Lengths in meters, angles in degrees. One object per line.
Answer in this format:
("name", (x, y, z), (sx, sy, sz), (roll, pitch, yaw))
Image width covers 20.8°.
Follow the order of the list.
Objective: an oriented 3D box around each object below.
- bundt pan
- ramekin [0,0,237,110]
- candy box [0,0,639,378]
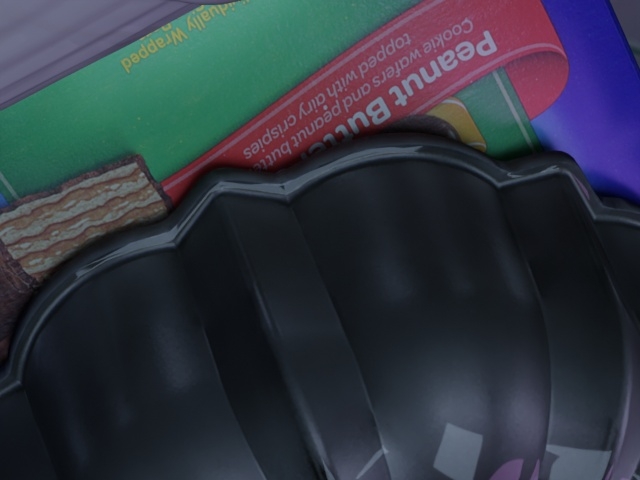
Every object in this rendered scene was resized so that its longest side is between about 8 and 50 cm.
("bundt pan", (0.028, 0.133, 0.635), (0.331, 0.124, 0.331), (-8, 124, -12))
("ramekin", (-0.129, -0.154, 0.484), (0.127, 0.273, 0.273), (-33, 125, 20))
("candy box", (0.000, 0.000, 0.691), (0.268, 0.122, 0.317), (-31, 125, 2))
